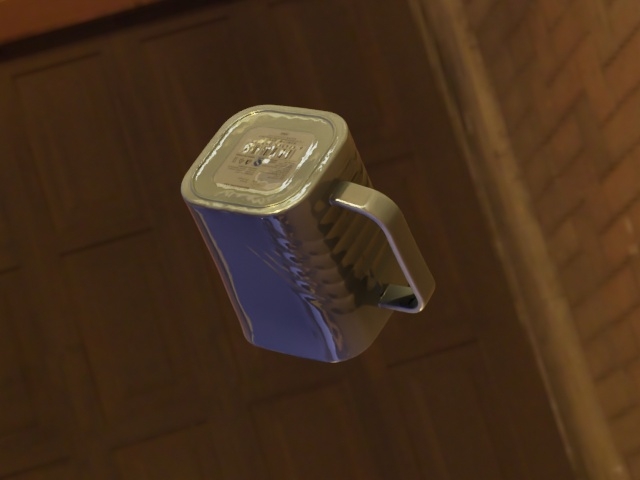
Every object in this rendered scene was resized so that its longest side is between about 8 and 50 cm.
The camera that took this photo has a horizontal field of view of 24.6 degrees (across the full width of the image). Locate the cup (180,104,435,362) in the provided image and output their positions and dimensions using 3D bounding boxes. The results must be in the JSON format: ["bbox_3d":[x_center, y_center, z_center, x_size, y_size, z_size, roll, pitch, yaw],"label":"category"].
[{"bbox_3d":[0.000,0.000,0.856,0.095,0.128,0.129,-56,-40,-31],"label":"cup"}]
